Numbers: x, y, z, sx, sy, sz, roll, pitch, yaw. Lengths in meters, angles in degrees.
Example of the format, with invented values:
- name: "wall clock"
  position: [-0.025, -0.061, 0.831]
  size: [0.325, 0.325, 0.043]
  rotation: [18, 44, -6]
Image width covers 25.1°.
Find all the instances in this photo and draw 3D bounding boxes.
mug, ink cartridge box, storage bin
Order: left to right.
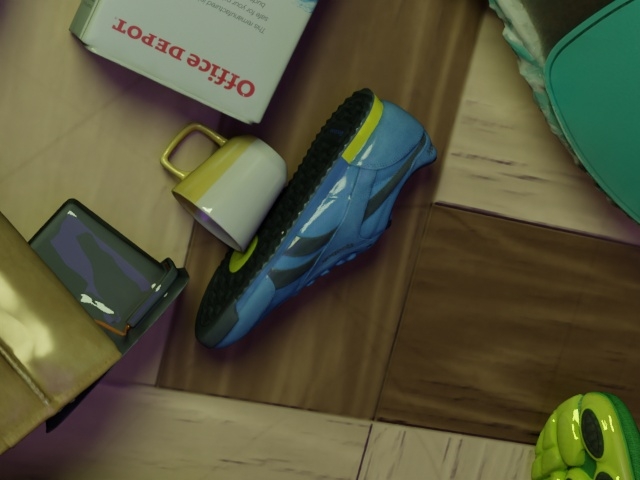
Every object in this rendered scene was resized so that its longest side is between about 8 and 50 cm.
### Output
- name: "storage bin"
  position: [-0.164, 0.042, 0.927]
  size: [0.091, 0.098, 0.135]
  rotation: [42, 89, -11]
- name: "ink cartridge box"
  position: [-0.065, -0.180, 0.907]
  size: [0.127, 0.072, 0.175]
  rotation: [24, 96, -21]
- name: "mug"
  position: [-0.060, -0.041, 0.952]
  size: [0.064, 0.062, 0.078]
  rotation: [-50, 118, -9]

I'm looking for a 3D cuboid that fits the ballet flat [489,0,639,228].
- name: "ballet flat"
  position: [0.176, -0.182, 0.950]
  size: [0.147, 0.147, 0.409]
  rotation: [-40, 112, -4]

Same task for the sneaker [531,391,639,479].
- name: "sneaker"
  position: [0.258, 0.231, 1.108]
  size: [0.123, 0.109, 0.296]
  rotation: [-38, 111, -29]

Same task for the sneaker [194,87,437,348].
- name: "sneaker"
  position: [0.000, 0.000, 0.975]
  size: [0.082, 0.069, 0.209]
  rotation: [38, 90, -25]

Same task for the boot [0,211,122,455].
- name: "boot"
  position: [-0.208, -0.027, 0.852]
  size: [0.236, 0.089, 0.269]
  rotation: [-38, 89, 8]
